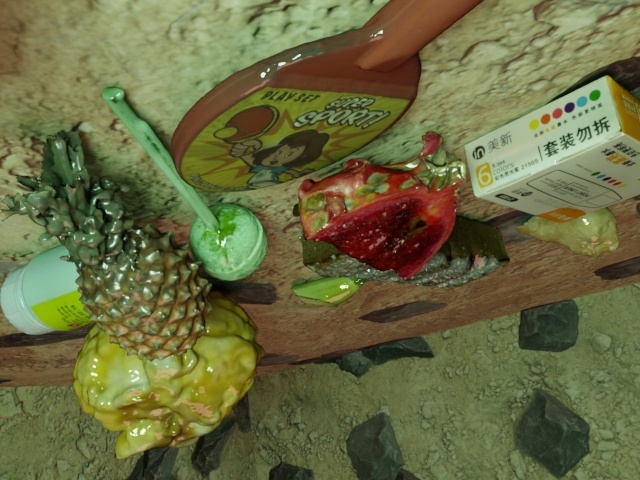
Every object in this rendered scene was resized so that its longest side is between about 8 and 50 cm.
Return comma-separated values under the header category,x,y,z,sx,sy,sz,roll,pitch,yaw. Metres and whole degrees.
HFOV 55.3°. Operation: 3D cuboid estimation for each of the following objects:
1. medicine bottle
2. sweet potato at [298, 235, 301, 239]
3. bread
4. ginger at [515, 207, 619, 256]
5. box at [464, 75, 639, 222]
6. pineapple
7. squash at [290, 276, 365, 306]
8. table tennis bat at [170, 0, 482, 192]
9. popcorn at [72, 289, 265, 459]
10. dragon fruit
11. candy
category,x,y,z,sx,sy,sz,roll,pitch,yaw
medicine bottle,-0.392,0.070,0.989,0.225,0.139,0.139,-18,160,25
sweet potato,0.000,0.000,1.140,0.095,0.034,0.034,-1,161,-32
bread,0.170,0.016,1.148,0.416,0.113,0.165,8,154,-40
ginger,0.497,-0.015,1.225,0.115,0.123,0.193,-21,179,-40
box,0.374,-0.115,0.875,0.273,0.091,0.220,8,157,-41
pineapple,-0.253,0.027,0.767,0.175,0.175,0.361,-11,149,6
squash,0.031,0.121,1.465,0.200,0.075,0.090,-18,135,22
table tennis bat,0.006,-0.149,0.629,0.268,0.051,0.414,-7,163,-43
popcorn,-0.318,0.245,1.296,0.344,0.354,0.390,-57,176,40
dragon fruit,0.102,-0.064,0.842,0.211,0.134,0.262,-32,149,21
candy,-0.172,-0.058,0.802,0.119,0.119,0.440,-11,155,7
